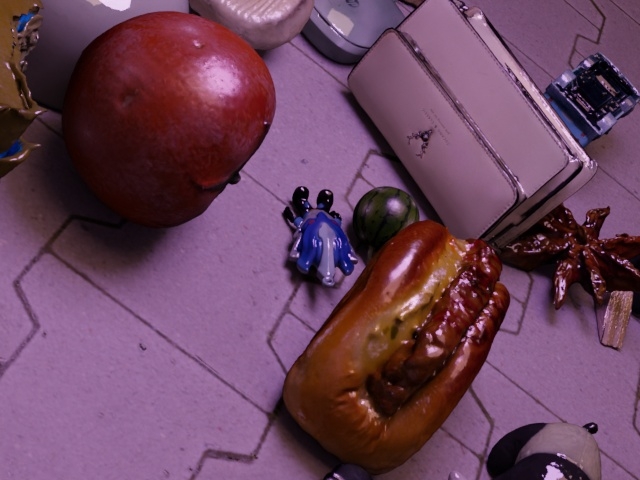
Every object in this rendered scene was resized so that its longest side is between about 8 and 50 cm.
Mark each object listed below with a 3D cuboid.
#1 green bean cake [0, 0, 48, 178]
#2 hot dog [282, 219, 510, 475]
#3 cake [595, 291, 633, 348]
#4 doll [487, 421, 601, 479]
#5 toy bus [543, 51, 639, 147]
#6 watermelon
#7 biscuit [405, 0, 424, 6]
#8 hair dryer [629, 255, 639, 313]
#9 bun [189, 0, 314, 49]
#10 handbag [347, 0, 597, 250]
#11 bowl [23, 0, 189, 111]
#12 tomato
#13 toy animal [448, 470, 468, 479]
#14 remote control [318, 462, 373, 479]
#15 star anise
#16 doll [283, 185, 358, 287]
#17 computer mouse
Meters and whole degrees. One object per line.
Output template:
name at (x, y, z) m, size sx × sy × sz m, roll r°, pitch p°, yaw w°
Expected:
green bean cake at (-0.426, -0.182, 1.451) m, size 0.285 × 0.202 × 0.310 m, roll 9°, pitch 48°, yaw -55°
hot dog at (0.121, 0.103, 1.643) m, size 0.185 × 0.223 × 0.405 m, roll 39°, pitch 35°, yaw 0°
cake at (0.477, 0.126, 2.122) m, size 0.052 × 0.065 × 0.121 m, roll 27°, pitch 62°, yaw -22°
doll at (0.286, 0.328, 1.651) m, size 0.143 × 0.135 × 0.234 m, roll 39°, pitch 40°, yaw -3°
toy bus at (0.462, -0.230, 2.350) m, size 0.133 × 0.165 × 0.271 m, roll 48°, pitch 36°, yaw 6°
watermelon at (0.091, -0.027, 1.851) m, size 0.109 × 0.109 × 0.109 m, roll 25°, pitch 39°, yaw -23°
biscuit at (0.097, -0.517, 2.395) m, size 0.299 × 0.045 × 0.154 m, roll 13°, pitch 46°, yaw -33°
hair dryer at (0.620, 0.149, 2.112) m, size 0.107 × 0.189 × 0.352 m, roll 5°, pitch 55°, yaw -38°
bun at (-0.115, -0.377, 1.998) m, size 0.222 × 0.127 × 0.222 m, roll 7°, pitch 61°, yaw -13°
handbag at (0.223, -0.180, 2.012) m, size 0.160 × 0.236 × 0.358 m, roll 1°, pitch 51°, yaw -58°
bowl at (-0.315, -0.354, 1.719) m, size 0.354 × 0.185 × 0.354 m, roll 26°, pitch 39°, yaw -23°
tomato at (-0.190, -0.155, 1.568) m, size 0.265 × 0.265 × 0.265 m, roll 25°, pitch 39°, yaw -23°
toy animal at (0.182, 0.385, 1.545) m, size 0.103 × 0.131 × 0.221 m, roll -15°, pitch 31°, yaw -15°
remote control at (-0.008, 0.338, 1.428) m, size 0.090 × 0.066 × 0.266 m, roll 55°, pitch 31°, yaw -6°
star anise at (0.415, 0.017, 2.087) m, size 0.288 × 0.088 × 0.288 m, roll 7°, pitch 45°, yaw -7°
doll at (0.000, 0.000, 1.765) m, size 0.096 × 0.070 × 0.195 m, roll 4°, pitch 39°, yaw -12°
computer mouse at (0.069, -0.391, 2.199) m, size 0.159 × 0.097 × 0.288 m, roll 47°, pitch 37°, yaw 9°
